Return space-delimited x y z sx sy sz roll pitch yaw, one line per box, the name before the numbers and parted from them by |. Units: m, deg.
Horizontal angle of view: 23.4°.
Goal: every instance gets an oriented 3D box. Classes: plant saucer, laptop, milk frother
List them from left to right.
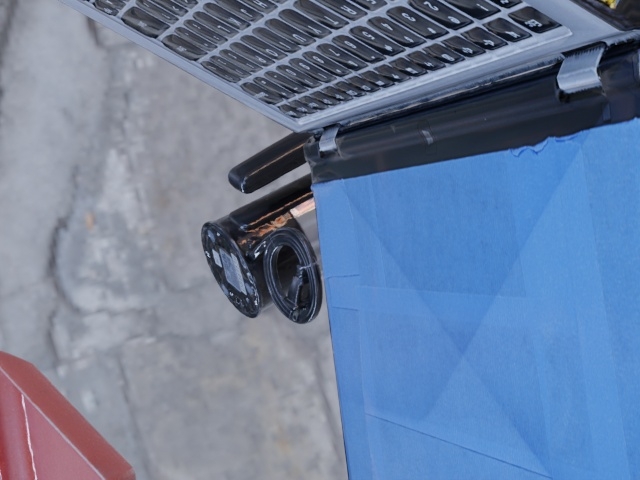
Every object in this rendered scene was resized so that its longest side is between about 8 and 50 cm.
plant saucer | -0.247 0.256 1.536 0.258 0.047 0.259 36 140 41
laptop | -0.046 0.010 0.598 0.236 0.408 0.382 -64 13 -8
milk frother | 0.000 0.000 1.185 0.143 0.134 0.129 48 155 31
